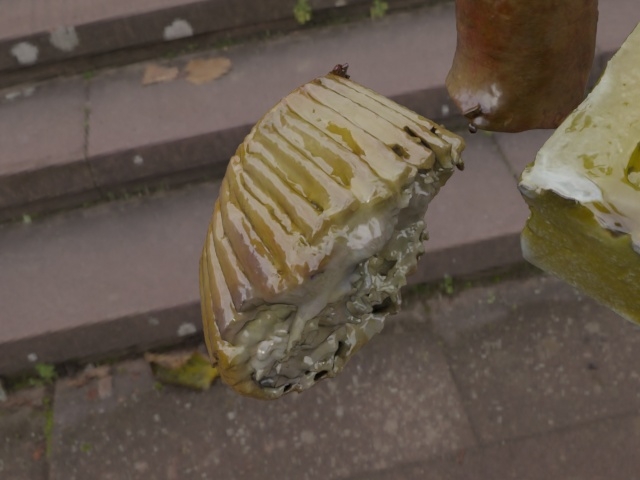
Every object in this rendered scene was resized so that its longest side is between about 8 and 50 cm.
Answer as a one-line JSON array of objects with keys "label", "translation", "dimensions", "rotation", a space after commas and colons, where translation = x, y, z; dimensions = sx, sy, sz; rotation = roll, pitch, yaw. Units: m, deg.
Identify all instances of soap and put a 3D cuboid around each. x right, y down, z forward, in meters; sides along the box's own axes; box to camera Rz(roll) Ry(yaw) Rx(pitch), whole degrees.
[{"label": "soap", "translation": [0.276, -0.079, 0.568], "dimensions": [0.199, 0.091, 0.315], "rotation": [30, 68, 22]}]

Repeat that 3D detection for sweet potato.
[{"label": "sweet potato", "translation": [0.180, -0.251, 0.776], "dimensions": [0.131, 0.337, 0.131], "rotation": [6, 28, -3]}]

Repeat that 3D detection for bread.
[{"label": "bread", "translation": [0.000, 0.000, 0.777], "dimensions": [0.149, 0.274, 0.274], "rotation": [40, 55, 17]}]
